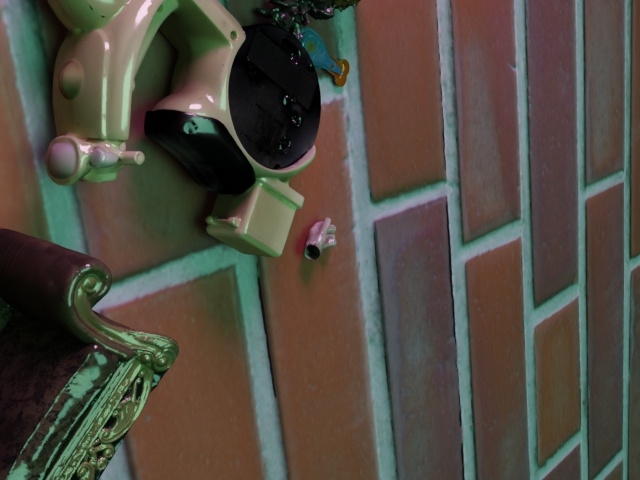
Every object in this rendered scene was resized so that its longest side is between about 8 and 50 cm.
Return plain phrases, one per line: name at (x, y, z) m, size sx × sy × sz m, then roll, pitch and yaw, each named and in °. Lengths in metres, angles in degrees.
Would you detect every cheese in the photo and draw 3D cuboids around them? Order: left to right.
cheese at (0.002, -0.235, 0.994) m, size 0.111 × 0.017 × 0.047 m, roll 26°, pitch 81°, yaw -45°

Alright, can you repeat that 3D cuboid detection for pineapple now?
pineapple at (0.000, -0.306, 0.932) m, size 0.198 × 0.108 × 0.108 m, roll -47°, pitch 128°, yaw -15°

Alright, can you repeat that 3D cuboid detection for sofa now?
sofa at (-0.280, 0.119, 0.637) m, size 0.182 × 0.200 × 0.258 m, roll 49°, pitch 64°, yaw -42°

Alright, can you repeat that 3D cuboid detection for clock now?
clock at (-0.142, -0.150, 0.793) m, size 0.379 × 0.120 × 0.277 m, roll 28°, pitch 72°, yaw -46°

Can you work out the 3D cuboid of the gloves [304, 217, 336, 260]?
gloves at (-0.002, -0.002, 1.016) m, size 0.081 × 0.037 × 0.044 m, roll -42°, pitch 163°, yaw -51°
